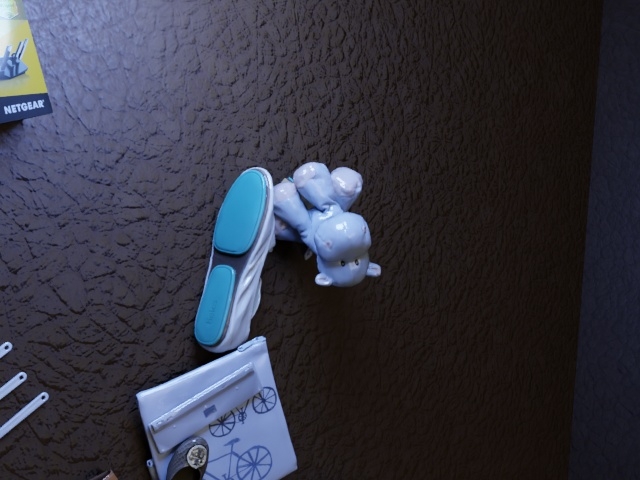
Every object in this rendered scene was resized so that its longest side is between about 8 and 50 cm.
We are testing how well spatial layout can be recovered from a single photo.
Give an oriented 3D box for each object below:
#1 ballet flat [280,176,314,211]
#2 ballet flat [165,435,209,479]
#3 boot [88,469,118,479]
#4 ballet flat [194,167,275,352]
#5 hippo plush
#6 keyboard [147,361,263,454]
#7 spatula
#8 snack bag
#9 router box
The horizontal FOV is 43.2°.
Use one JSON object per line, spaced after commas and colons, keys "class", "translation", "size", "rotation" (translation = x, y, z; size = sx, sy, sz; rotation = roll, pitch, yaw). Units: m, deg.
{"class": "ballet flat", "translation": [-0.022, -0.073, 1.924], "size": [0.232, 0.080, 0.073], "rotation": [32, 96, -38]}
{"class": "ballet flat", "translation": [-0.286, 0.511, 1.602], "size": [0.084, 0.058, 0.250], "rotation": [31, 82, -29]}
{"class": "boot", "translation": [-0.443, 0.578, 1.471], "size": [0.283, 0.109, 0.220], "rotation": [-30, 102, -25]}
{"class": "ballet flat", "translation": [-0.167, 0.046, 1.736], "size": [0.139, 0.139, 0.401], "rotation": [19, 84, -44]}
{"class": "hippo plush", "translation": [0.000, 0.000, 1.778], "size": [0.234, 0.237, 0.294], "rotation": [-7, 131, -11]}
{"class": "keyboard", "translation": [-0.230, 0.340, 1.651], "size": [0.256, 0.014, 0.072], "rotation": [-28, 116, -29]}
{"class": "spatula", "translation": [-0.592, 0.296, 1.377], "size": [0.242, 0.019, 0.168], "rotation": [-43, 118, -36]}
{"class": "snack bag", "translation": [-0.218, 0.409, 1.696], "size": [0.323, 0.037, 0.343], "rotation": [-22, 108, -31]}
{"class": "router box", "translation": [-0.592, -0.292, 1.278], "size": [0.309, 0.081, 0.243], "rotation": [-33, 114, -58]}
